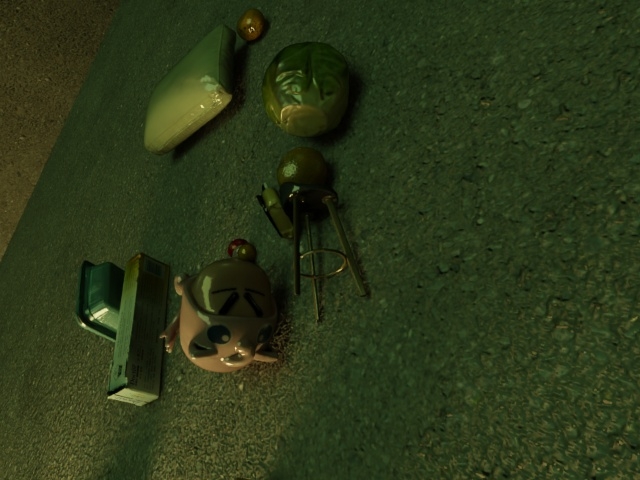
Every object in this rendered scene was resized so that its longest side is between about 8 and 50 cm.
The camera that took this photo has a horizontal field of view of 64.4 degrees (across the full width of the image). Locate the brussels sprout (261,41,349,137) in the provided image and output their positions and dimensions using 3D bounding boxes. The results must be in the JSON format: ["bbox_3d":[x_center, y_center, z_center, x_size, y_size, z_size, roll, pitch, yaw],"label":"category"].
[{"bbox_3d":[-0.029,-0.265,0.907,0.161,0.144,0.181,7,57,13],"label":"brussels sprout"}]

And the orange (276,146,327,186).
[{"bbox_3d":[-0.031,-0.115,0.863,0.085,0.085,0.095,-11,48,43],"label":"orange"}]

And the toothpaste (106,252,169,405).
[{"bbox_3d":[-0.375,0.179,1.067,0.071,0.089,0.313,-28,50,25],"label":"toothpaste"}]

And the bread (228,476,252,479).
[{"bbox_3d":[-0.097,0.403,0.633,0.132,0.114,0.190,-37,41,31],"label":"bread"}]

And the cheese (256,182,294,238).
[{"bbox_3d":[-0.085,-0.065,0.911,0.036,0.086,0.162,-30,29,-1],"label":"cheese"}]

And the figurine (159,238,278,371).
[{"bbox_3d":[-0.168,0.089,0.840,0.287,0.176,0.186,-122,41,-61],"label":"figurine"}]

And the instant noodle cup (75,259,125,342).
[{"bbox_3d":[-0.463,0.131,1.145,0.070,0.157,0.179,-30,48,11],"label":"instant noodle cup"}]

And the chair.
[{"bbox_3d":[-0.001,0.000,0.771,0.095,0.104,0.222,-17,57,5],"label":"chair"}]

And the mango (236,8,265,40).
[{"bbox_3d":[-0.179,-0.544,1.281,0.079,0.057,0.114,-63,36,11],"label":"mango"}]

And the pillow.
[{"bbox_3d":[-0.336,-0.382,1.309,0.322,0.119,0.255,-26,52,36],"label":"pillow"}]
